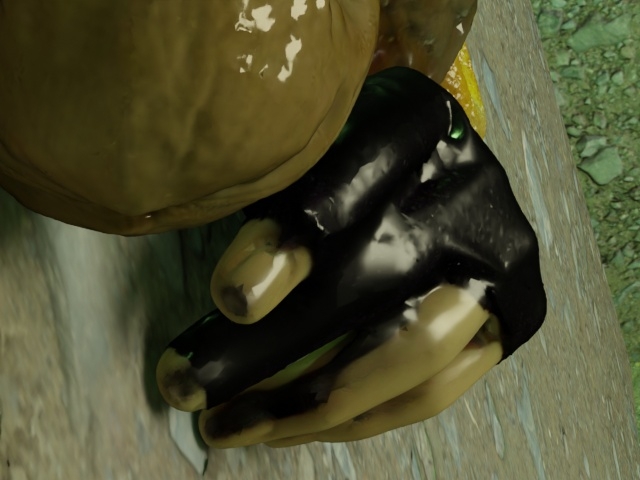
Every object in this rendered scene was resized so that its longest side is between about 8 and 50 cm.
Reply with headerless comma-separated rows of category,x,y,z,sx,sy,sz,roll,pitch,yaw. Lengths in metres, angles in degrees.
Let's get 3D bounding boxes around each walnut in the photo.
walnut,-0.054,-0.082,0.583,0.166,0.149,0.166,-175,-90,-83

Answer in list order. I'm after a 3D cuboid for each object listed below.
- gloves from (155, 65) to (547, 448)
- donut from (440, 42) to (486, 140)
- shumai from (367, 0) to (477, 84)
gloves,0.006,-0.005,0.805,0.197,0.152,0.301,49,30,0
donut,0.072,-0.138,1.328,0.174,0.075,0.190,37,41,-70
shumai,0.064,-0.203,0.952,0.314,0.262,0.267,17,60,-73
